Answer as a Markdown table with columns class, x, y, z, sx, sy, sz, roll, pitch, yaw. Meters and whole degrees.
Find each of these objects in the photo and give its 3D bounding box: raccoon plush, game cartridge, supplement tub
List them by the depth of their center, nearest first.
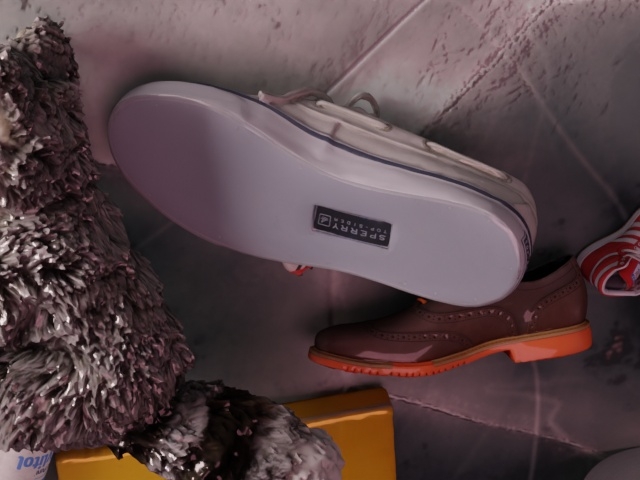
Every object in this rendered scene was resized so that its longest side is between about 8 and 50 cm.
| class | x | y | z | sx | sy | sz | roll | pitch | yaw |
| --- | --- | --- | --- | --- | --- | --- | --- | --- | --- |
| raccoon plush | -0.152 | 0.010 | 1.254 | 0.446 | 0.216 | 0.299 | 17 | 109 | -19 |
| supplement tub | -0.278 | 0.187 | 1.398 | 0.071 | 0.071 | 0.107 | 12 | 114 | -19 |
| game cartridge | -0.083 | 0.291 | 1.518 | 0.324 | 0.052 | 0.285 | -7 | 119 | -7 |

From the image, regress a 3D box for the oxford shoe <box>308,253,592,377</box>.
| class | x | y | z | sx | sy | sz | roll | pitch | yaw |
| --- | --- | --- | --- | --- | --- | --- | --- | --- | --- |
| oxford shoe | 0.118 | 0.067 | 1.430 | 0.271 | 0.097 | 0.098 | -7 | 99 | -14 |

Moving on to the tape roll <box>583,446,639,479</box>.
| class | x | y | z | sx | sy | sz | roll | pitch | yaw |
| --- | --- | --- | --- | --- | --- | --- | --- | --- | --- |
| tape roll | 0.362 | 0.295 | 1.523 | 0.219 | 0.219 | 0.072 | -5 | 118 | -11 |

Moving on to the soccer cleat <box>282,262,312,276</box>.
| class | x | y | z | sx | sy | sz | roll | pitch | yaw |
| --- | --- | --- | --- | --- | --- | --- | --- | --- | --- |
| soccer cleat | 0.000 | 0.000 | 1.389 | 0.083 | 0.029 | 0.035 | -31 | 125 | 10 |

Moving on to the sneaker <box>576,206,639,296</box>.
| class | x | y | z | sx | sy | sz | roll | pitch | yaw |
| --- | --- | --- | --- | --- | --- | --- | --- | --- | --- |
| sneaker | 0.302 | 0.009 | 1.442 | 0.118 | 0.067 | 0.042 | -36 | 120 | 7 |

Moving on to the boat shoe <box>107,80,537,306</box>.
| class | x | y | z | sx | sy | sz | roll | pitch | yaw |
| --- | --- | --- | --- | --- | --- | --- | --- | --- | --- |
| boat shoe | 0.011 | -0.067 | 1.300 | 0.367 | 0.156 | 0.135 | 16 | 122 | 11 |
